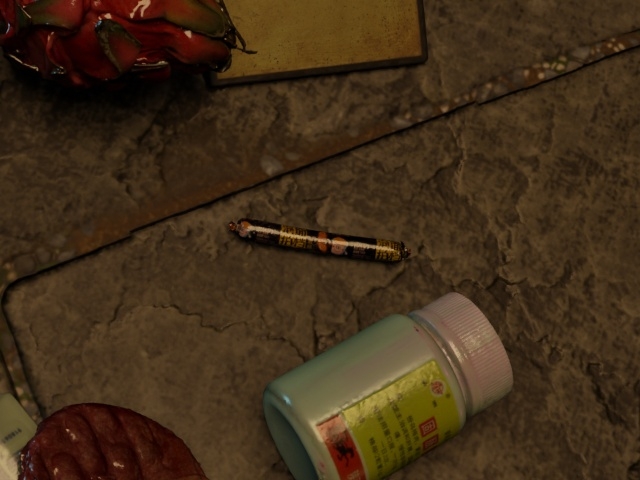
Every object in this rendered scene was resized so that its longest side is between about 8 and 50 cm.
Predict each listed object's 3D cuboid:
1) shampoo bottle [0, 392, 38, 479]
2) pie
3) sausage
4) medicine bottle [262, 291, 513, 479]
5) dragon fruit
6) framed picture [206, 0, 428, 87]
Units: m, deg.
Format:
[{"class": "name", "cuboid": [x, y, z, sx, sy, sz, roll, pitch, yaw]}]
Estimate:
[{"class": "shampoo bottle", "cuboid": [-0.235, 0.319, 1.332, 0.134, 0.078, 0.359, -37, 82, -27]}, {"class": "pie", "cuboid": [-0.186, 0.244, 1.326, 0.218, 0.054, 0.204, 15, 40, -39]}, {"class": "sausage", "cuboid": [0.000, 0.000, 1.509, 0.198, 0.025, 0.028, 9, 115, -8]}, {"class": "medicine bottle", "cuboid": [0.066, 0.155, 1.410, 0.225, 0.139, 0.139, -28, 79, -17]}, {"class": "dragon fruit", "cuboid": [-0.205, -0.240, 1.456, 0.293, 0.234, 0.234, 27, 69, -10]}, {"class": "framed picture", "cuboid": [-0.018, -0.349, 1.551, 0.255, 0.014, 0.339, -8, 100, -13]}]
